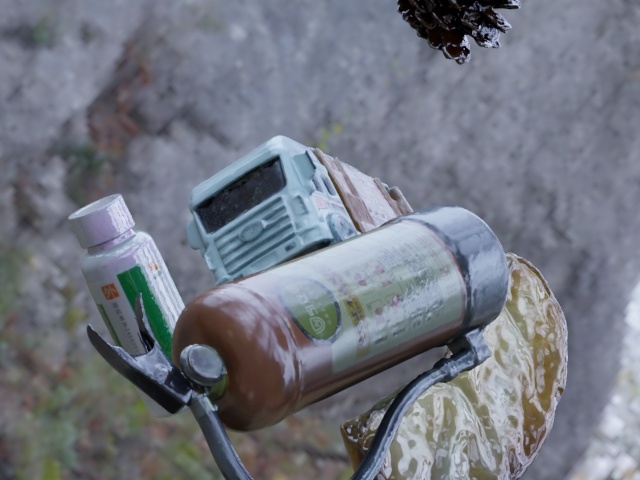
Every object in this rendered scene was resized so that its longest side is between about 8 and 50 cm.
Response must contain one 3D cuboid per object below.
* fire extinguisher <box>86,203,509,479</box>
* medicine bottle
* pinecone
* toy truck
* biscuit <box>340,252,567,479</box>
[{"bbox_3d":[0.012,0.088,1.467,0.200,0.376,0.113,45,-50,25],"label":"fire extinguisher"},{"bbox_3d":[-0.208,0.075,2.217,0.095,0.095,0.260,7,-57,63],"label":"medicine bottle"},{"bbox_3d":[0.147,-0.257,1.990,0.140,0.140,0.121,43,-60,-7],"label":"pinecone"},{"bbox_3d":[0.000,0.000,1.749,0.305,0.136,0.162,22,40,-62],"label":"toy truck"},{"bbox_3d":[0.143,0.152,1.775,0.154,0.299,0.045,49,-31,-4],"label":"biscuit"}]
